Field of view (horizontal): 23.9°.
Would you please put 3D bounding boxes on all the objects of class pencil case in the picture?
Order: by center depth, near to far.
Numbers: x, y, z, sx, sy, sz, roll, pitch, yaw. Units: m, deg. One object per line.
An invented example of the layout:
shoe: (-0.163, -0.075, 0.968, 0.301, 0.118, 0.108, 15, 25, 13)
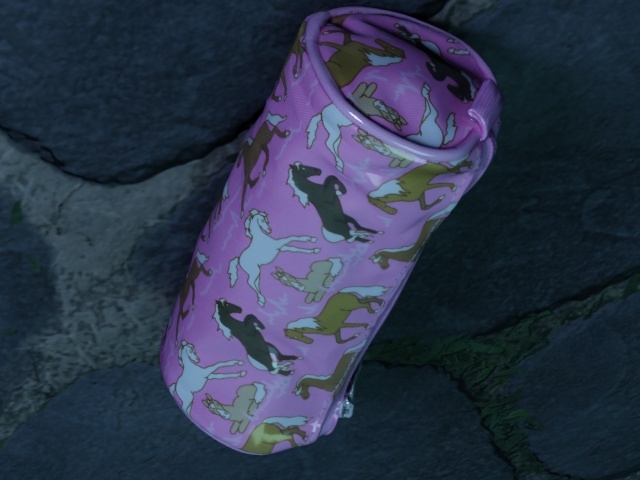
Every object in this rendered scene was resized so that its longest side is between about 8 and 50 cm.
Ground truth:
pencil case: (0.000, 0.000, 1.184, 0.167, 0.160, 0.386, 3, 136, -24)
